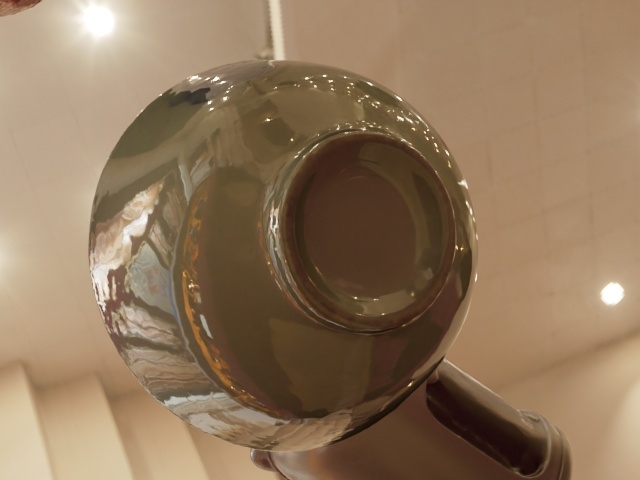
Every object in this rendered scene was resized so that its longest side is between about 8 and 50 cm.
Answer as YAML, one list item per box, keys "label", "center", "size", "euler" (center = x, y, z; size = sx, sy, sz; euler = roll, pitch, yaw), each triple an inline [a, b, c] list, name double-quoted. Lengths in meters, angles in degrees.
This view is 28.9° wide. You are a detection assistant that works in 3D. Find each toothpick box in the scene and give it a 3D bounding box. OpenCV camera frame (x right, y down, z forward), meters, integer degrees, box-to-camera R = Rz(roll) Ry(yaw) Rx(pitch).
- label: "toothpick box"
  center: [0.074, 0.210, 1.293]
  size: [0.316, 0.229, 0.229]
  euler: [36, -77, -14]

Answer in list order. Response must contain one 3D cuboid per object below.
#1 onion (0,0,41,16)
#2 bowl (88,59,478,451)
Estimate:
- label: "onion"
  center: [-0.340, -0.321, 1.109]
  size: [0.276, 0.276, 0.276]
  euler: [-11, -56, -17]
- label: "bowl"
  center: [0.000, 0.000, 0.849]
  size: [0.289, 0.146, 0.289]
  euler: [4, -99, -25]
